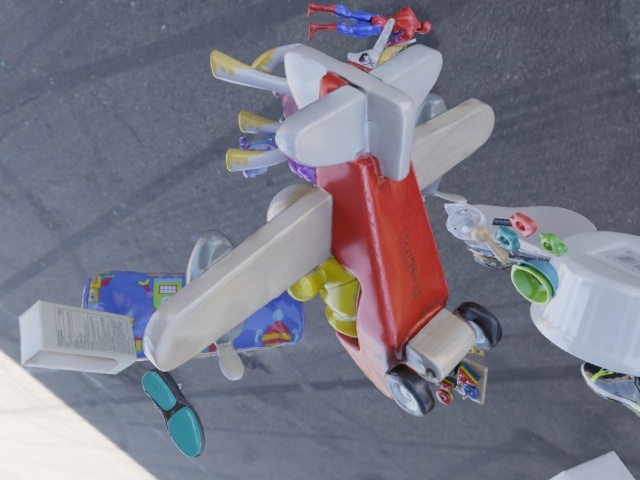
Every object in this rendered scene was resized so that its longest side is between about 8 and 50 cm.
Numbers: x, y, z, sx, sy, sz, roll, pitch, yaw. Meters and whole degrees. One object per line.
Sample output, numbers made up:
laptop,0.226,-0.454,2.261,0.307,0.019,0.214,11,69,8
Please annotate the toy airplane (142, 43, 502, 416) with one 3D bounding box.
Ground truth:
toy airplane,0.024,-0.025,0.660,0.386,0.384,0.272,17,-178,-41

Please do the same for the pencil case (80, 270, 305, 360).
pencil case,-0.174,0.095,0.845,0.306,0.133,0.119,-3,152,-17

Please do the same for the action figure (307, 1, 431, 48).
action figure,0.109,-0.478,1.395,0.281,0.091,0.139,0,167,-5

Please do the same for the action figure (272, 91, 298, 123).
action figure,0.079,-0.395,1.740,0.370,0.275,0.248,-31,160,35

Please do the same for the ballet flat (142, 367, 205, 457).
ballet flat,-0.289,0.346,1.235,0.203,0.074,0.074,52,148,16

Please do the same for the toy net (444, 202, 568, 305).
toy net,0.256,-0.003,0.899,0.232,0.045,0.122,37,158,42

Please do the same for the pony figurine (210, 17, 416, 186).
pony figurine,0.002,-0.210,1.120,0.364,0.303,0.350,0,109,18

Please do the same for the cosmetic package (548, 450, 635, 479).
cosmetic package,0.549,0.562,1.183,0.225,0.224,0.138,6,133,-42

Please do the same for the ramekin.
ramekin,0.499,0.090,0.993,0.277,0.277,0.135,13,115,20

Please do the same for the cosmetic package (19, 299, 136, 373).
cosmetic package,-0.263,0.108,0.661,0.041,0.060,0.115,-34,146,25

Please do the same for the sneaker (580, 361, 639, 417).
sneaker,0.589,0.260,1.125,0.235,0.084,0.097,-148,47,-62

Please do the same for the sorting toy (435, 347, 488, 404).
sorting toy,0.358,0.350,1.562,0.132,0.046,0.274,24,134,36

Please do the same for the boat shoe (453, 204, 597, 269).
boat shoe,0.496,0.007,1.444,0.341,0.127,0.158,15,153,43
